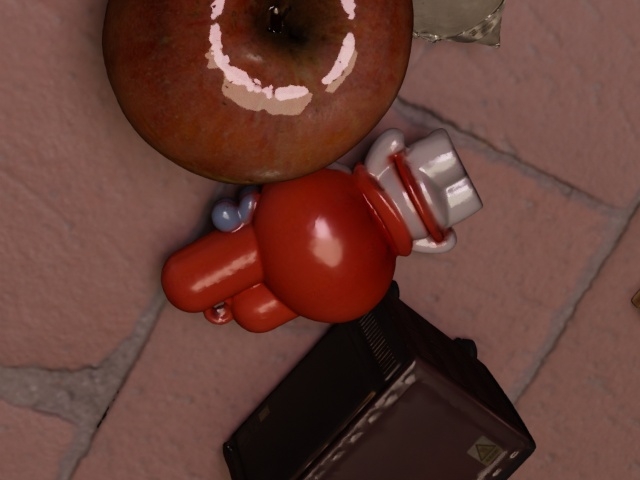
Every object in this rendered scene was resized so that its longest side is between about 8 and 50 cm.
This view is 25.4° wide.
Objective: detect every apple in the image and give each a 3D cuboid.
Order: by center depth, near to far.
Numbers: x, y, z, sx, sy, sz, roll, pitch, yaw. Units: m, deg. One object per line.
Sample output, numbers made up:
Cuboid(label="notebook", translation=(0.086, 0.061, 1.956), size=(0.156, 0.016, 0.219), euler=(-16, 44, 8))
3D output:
Cuboid(label="apple", translation=(-0.049, -0.167, 1.128), size=(0.253, 0.253, 0.254), euler=(-6, 117, -12))

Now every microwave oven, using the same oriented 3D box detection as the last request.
Cuboid(label="microwave oven", translation=(0.055, 0.198, 1.360), size=(0.188, 0.178, 0.247), euler=(35, 103, -27))

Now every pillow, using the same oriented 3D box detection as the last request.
Cuboid(label="pillow", translation=(0.101, -0.261, 1.202), size=(0.134, 0.078, 0.181), euler=(3, 114, -16))

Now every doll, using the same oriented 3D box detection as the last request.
Cuboid(label="doll", translation=(0.000, 0.000, 1.277), size=(0.290, 0.130, 0.161), euler=(-27, 122, 5))

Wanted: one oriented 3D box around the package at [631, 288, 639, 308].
Cuboid(label="package", translation=(0.389, 0.078, 1.468), size=(0.131, 0.047, 0.071), euler=(39, 98, -26))
